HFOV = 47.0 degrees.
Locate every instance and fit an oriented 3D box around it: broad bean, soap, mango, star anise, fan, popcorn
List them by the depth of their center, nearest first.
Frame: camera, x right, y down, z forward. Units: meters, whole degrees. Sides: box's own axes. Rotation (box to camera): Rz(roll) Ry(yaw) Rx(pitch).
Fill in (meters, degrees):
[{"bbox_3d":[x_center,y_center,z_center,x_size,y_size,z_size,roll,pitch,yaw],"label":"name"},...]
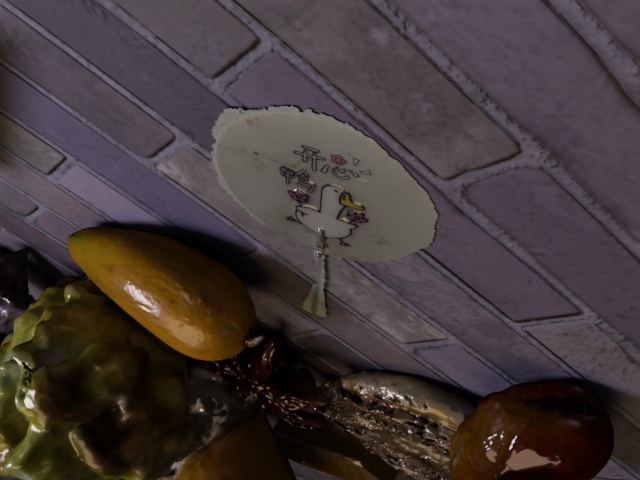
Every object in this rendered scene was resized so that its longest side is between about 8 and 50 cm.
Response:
[{"bbox_3d":[0.000,0.001,0.778,0.233,0.012,0.415,19,152,11],"label":"fan"},{"bbox_3d":[0.246,0.249,0.881,0.156,0.122,0.228,19,139,-10],"label":"broad bean"},{"bbox_3d":[-0.202,0.060,0.941,0.316,0.119,0.176,22,166,28],"label":"mango"},{"bbox_3d":[-0.318,0.194,1.035,0.312,0.312,0.312,19,153,10],"label":"popcorn"},{"bbox_3d":[-0.099,0.201,1.128,0.288,0.088,0.288,27,150,17],"label":"star anise"},{"bbox_3d":[-0.567,0.150,1.204,0.331,0.332,0.117,9,172,27],"label":"star anise"},{"bbox_3d":[0.031,0.404,1.420,0.232,0.073,0.140,12,150,22],"label":"soap"}]

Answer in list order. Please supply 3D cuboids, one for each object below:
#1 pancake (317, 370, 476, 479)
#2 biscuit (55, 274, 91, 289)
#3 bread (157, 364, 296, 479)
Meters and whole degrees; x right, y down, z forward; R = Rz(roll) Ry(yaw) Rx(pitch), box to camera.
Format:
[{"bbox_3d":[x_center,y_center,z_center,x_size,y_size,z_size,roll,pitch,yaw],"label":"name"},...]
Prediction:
[{"bbox_3d":[0.163,0.305,1.133,0.382,0.071,0.382,22,154,12],"label":"pancake"},{"bbox_3d":[-0.361,0.084,1.206,0.199,0.034,0.064,-2,143,43],"label":"biscuit"},{"bbox_3d":[-0.181,0.427,1.344,0.361,0.250,0.394,17,136,63],"label":"bread"}]
